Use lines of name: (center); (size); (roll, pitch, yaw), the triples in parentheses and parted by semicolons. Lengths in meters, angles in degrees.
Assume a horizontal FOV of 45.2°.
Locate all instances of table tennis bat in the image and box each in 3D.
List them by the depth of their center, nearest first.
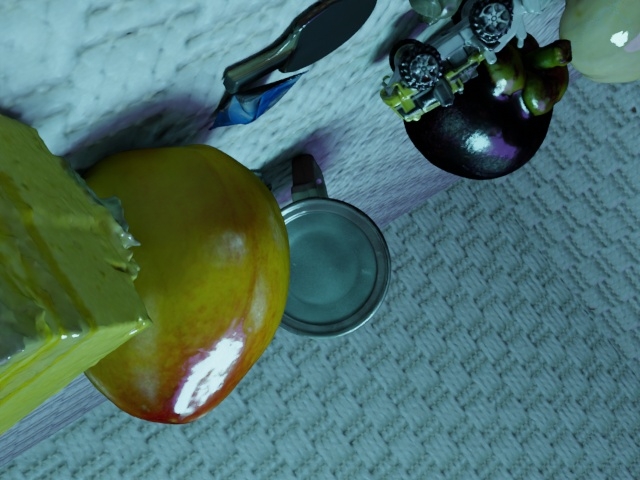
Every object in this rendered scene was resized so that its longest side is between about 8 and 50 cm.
table tennis bat: (-0.019, -0.232, 0.900); (0.220, 0.019, 0.130); (-34, 172, -23)

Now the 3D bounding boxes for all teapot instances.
teapot: (0.000, 0.000, 1.385); (0.233, 0.314, 0.312); (-11, -178, 4)

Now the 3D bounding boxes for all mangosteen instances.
mangosteen: (0.288, -0.243, 1.283); (0.275, 0.275, 0.302); (-28, 177, -46)

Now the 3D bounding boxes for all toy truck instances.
toy truck: (0.209, -0.284, 1.112); (0.286, 0.111, 0.136); (-35, -161, 8)

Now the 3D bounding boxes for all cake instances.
cake: (-0.288, 0.036, 0.608); (0.227, 0.222, 0.286); (-35, 173, 10)

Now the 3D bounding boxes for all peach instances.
peach: (-0.169, 0.049, 0.901); (0.289, 0.307, 0.289); (-19, 177, -1)

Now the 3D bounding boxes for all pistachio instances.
pistachio: (0.578, -0.442, 1.444); (0.229, 0.238, 0.321); (-37, 155, -40)

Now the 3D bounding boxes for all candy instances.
candy: (-0.076, -0.166, 0.923); (0.088, 0.038, 0.136); (-30, -172, -28)

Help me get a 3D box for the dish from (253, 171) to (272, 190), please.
dish: (-0.152, -0.030, 1.334); (0.224, 0.078, 0.246); (-42, 171, 31)

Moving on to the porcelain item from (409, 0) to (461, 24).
porcelain item: (0.150, -0.319, 0.975); (0.081, 0.069, 0.215); (-40, 178, -5)
